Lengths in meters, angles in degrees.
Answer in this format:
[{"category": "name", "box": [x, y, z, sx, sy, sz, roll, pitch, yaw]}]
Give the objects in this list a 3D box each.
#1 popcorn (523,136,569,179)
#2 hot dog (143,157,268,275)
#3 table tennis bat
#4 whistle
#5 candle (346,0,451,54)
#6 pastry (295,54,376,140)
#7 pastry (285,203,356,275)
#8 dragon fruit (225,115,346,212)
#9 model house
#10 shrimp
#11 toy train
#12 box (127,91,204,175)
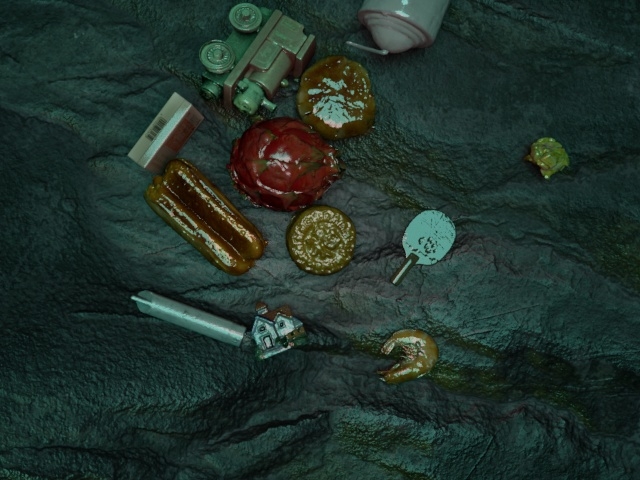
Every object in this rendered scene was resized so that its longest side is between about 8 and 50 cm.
[{"category": "popcorn", "box": [0.598, -0.219, 1.675, 0.109, 0.089, 0.097, 3, 55, -10]}, {"category": "hot dog", "box": [-0.291, -0.058, 1.640, 0.349, 0.117, 0.158, 42, 93, -4]}, {"category": "table tennis bat", "box": [0.265, 0.023, 1.701, 0.131, 0.022, 0.234, 39, 87, -2]}, {"category": "whistle", "box": [-0.345, 0.201, 1.668, 0.312, 0.062, 0.062, 20, 90, -2]}, {"category": "candle", "box": [0.222, -0.613, 1.599, 0.221, 0.221, 0.343, 21, 93, -1]}, {"category": "pastry", "box": [0.050, -0.362, 1.651, 0.229, 0.100, 0.218, 40, 87, -1]}, {"category": "pastry", "box": [0.000, 0.000, 1.640, 0.188, 0.103, 0.189, -1, 100, -6]}, {"category": "dragon fruit", "box": [-0.085, -0.191, 1.585, 0.298, 0.244, 0.245, -5, 91, -7]}, {"category": "model house", "box": [-0.122, 0.222, 1.652, 0.148, 0.119, 0.149, -23, 83, -1]}, {"category": "shrimp", "box": [0.222, 0.310, 1.693, 0.187, 0.052, 0.132, -27, 72, -6]}, {"category": "toy train", "box": [-0.166, -0.446, 1.600, 0.221, 0.150, 0.304, 30, 71, 2]}, {"category": "box", "box": [-0.391, -0.267, 1.624, 0.058, 0.141, 0.201, 36, 88, 4]}]
